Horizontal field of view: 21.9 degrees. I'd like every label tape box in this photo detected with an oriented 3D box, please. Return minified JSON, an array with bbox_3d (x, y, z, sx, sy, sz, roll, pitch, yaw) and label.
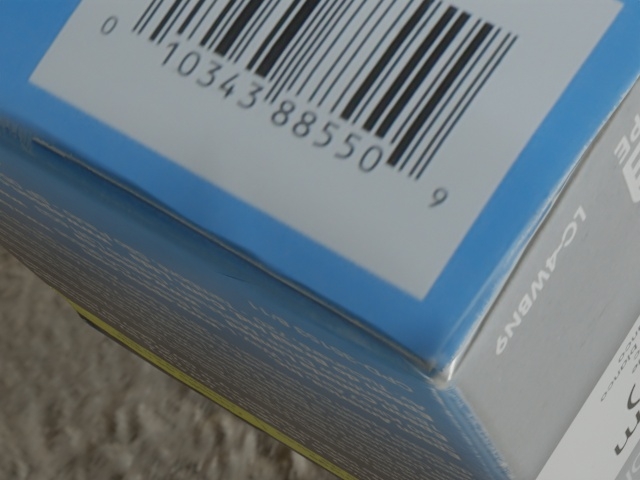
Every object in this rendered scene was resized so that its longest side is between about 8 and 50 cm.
[{"bbox_3d":[0.000,0.000,0.537,0.249,0.348,0.115,28,79,25],"label":"label tape box"}]
